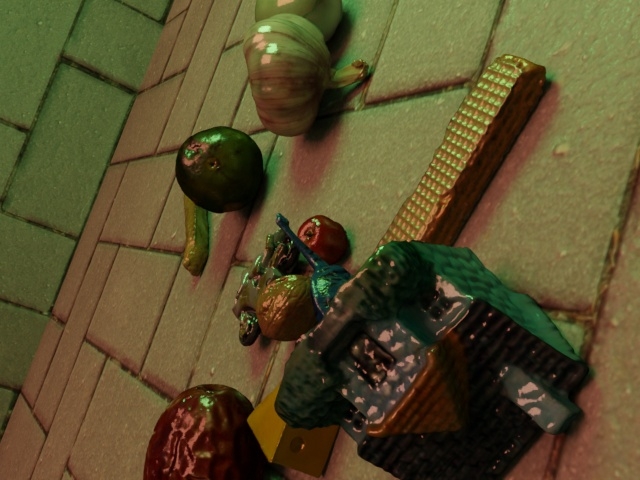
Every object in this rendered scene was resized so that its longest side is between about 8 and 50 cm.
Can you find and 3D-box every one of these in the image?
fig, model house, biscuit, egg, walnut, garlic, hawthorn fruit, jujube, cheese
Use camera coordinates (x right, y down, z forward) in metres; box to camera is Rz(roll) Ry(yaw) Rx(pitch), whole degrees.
[{"bbox_3d":[-0.228,-0.148,1.680,0.245,0.195,0.195,127,159,-73],"label":"fig"},{"bbox_3d":[0.124,0.171,0.818,0.241,0.226,0.261,44,113,29],"label":"model house"},{"bbox_3d":[0.183,-0.082,1.035,0.378,0.054,0.094,-61,29,11],"label":"biscuit"},{"bbox_3d":[-0.043,-0.496,1.606,0.183,0.183,0.217,-68,20,-3],"label":"egg"},{"bbox_3d":[-0.053,0.114,1.259,0.124,0.105,0.105,-58,29,6],"label":"walnut"},{"bbox_3d":[-0.021,-0.330,1.472,0.253,0.245,0.245,-1,63,20],"label":"garlic"},{"bbox_3d":[0.000,0.000,1.258,0.093,0.093,0.093,-40,38,40],"label":"hawthorn fruit"},{"bbox_3d":[-0.182,0.379,1.199,0.197,0.197,0.290,9,93,62],"label":"jujube"},{"bbox_3d":[-0.018,0.238,1.105,0.171,0.093,0.126,-62,25,7],"label":"cheese"}]

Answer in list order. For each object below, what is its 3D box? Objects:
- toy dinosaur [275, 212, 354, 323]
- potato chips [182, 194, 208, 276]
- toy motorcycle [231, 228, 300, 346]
[{"bbox_3d":[0.032,0.089,1.112,0.076,0.144,0.329,-45,47,27],"label":"toy dinosaur"},{"bbox_3d":[-0.325,-0.072,1.915,0.080,0.057,0.407,-48,33,25],"label":"potato chips"},{"bbox_3d":[-0.109,0.082,1.407,0.225,0.073,0.152,-65,25,5],"label":"toy motorcycle"}]
